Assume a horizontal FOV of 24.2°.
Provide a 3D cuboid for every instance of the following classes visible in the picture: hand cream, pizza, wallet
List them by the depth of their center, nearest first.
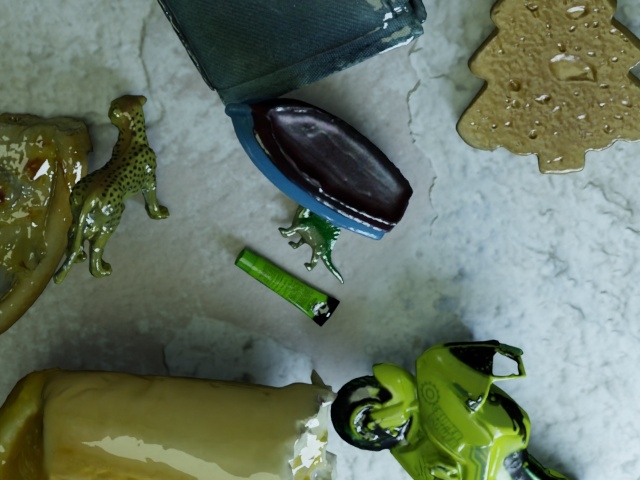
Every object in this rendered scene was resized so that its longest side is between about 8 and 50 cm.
[{"bbox_3d":[-0.072,-0.308,1.439,0.237,0.075,0.342,-22,113,21],"label":"wallet"},{"bbox_3d":[-0.380,-0.022,1.592,0.223,0.089,0.323,28,114,-11],"label":"pizza"},{"bbox_3d":[-0.038,0.049,1.625,0.122,0.023,0.036,33,102,-12],"label":"hand cream"}]

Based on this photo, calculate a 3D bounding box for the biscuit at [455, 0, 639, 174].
[{"bbox_3d":[0.236,-0.177,1.488,0.212,0.041,0.238,-2,115,12],"label":"biscuit"}]

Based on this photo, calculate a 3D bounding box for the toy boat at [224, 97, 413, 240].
[{"bbox_3d":[-0.005,-0.080,1.520,0.223,0.097,0.100,33,70,-28],"label":"toy boat"}]

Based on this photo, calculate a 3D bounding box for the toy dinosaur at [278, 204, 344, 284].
[{"bbox_3d":[0.000,0.000,1.600,0.060,0.029,0.119,-37,110,2],"label":"toy dinosaur"}]

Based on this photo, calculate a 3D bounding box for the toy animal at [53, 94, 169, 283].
[{"bbox_3d":[-0.220,-0.051,1.520,0.073,0.181,0.136,17,129,17],"label":"toy animal"}]

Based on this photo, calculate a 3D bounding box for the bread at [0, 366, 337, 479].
[{"bbox_3d":[-0.178,0.282,1.630,0.394,0.250,0.361,9,111,4],"label":"bread"}]

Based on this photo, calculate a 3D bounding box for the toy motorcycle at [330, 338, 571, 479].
[{"bbox_3d":[0.187,0.231,1.626,0.342,0.142,0.206,43,118,-13],"label":"toy motorcycle"}]
